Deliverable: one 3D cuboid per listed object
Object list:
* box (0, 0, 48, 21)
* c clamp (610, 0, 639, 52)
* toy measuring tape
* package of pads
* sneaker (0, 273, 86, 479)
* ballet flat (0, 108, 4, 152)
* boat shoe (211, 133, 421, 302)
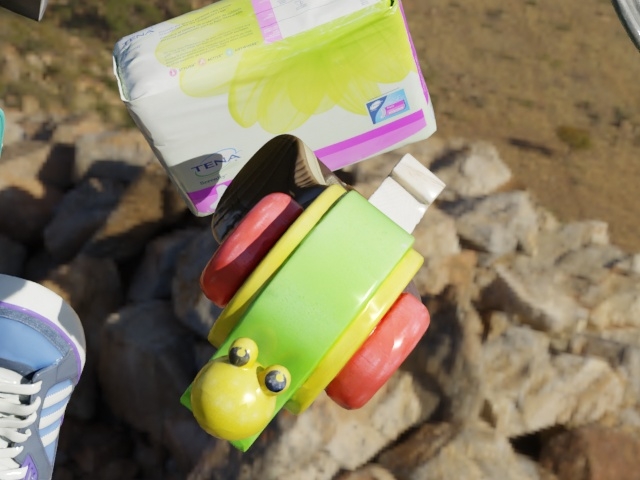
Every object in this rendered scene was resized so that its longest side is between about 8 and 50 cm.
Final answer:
[{"bbox_3d":[-0.227,-0.273,0.593,0.307,0.242,0.076,22,-21,-8],"label":"box"},{"bbox_3d":[0.174,-0.145,0.688,0.137,0.022,0.161,27,44,-49],"label":"c clamp"},{"bbox_3d":[0.024,0.002,0.712,0.121,0.121,0.330,15,32,19],"label":"toy measuring tape"},{"bbox_3d":[-0.044,-0.159,1.329,0.296,0.229,0.101,-20,55,4],"label":"package of pads"},{"bbox_3d":[-0.328,0.207,1.276,0.130,0.323,0.236,14,55,-3],"label":"sneaker"},{"bbox_3d":[-0.251,0.006,0.799,0.077,0.241,0.091,21,20,15],"label":"ballet flat"},{"bbox_3d":[0.000,0.000,1.146,0.123,0.123,0.342,41,-2,-25],"label":"boat shoe"}]
